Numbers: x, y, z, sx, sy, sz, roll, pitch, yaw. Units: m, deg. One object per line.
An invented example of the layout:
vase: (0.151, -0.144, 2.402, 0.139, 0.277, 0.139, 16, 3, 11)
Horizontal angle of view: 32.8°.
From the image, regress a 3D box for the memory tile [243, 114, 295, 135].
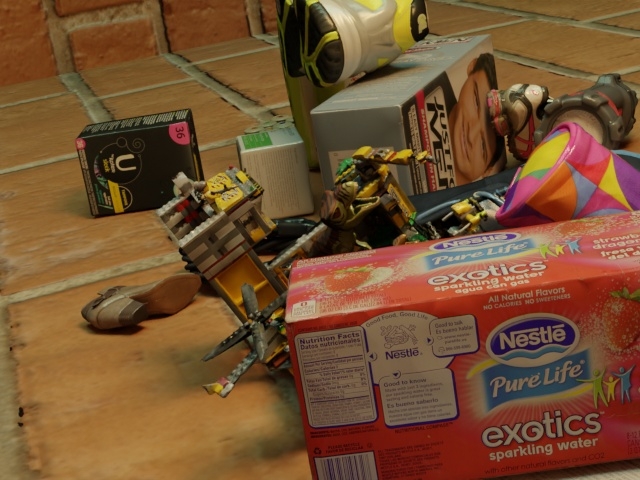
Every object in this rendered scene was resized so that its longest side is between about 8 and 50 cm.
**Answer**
memory tile: (-0.052, -0.199, 1.895, 0.148, 0.012, 0.113, 8, 26, 38)

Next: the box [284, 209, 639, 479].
box: (0.112, 0.070, 0.711, 0.257, 0.128, 0.122, -9, 17, 4)

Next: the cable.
cable: (-0.079, 0.022, 1.253, 0.184, 0.047, 0.150, -1, 26, 15)

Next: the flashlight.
flashlight: (0.352, -0.147, 1.395, 0.103, 0.103, 0.304, -42, -8, 23)

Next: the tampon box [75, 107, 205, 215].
tampon box: (-0.260, -0.115, 1.588, 0.161, 0.120, 0.101, -9, 19, 1)

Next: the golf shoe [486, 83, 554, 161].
golf shoe: (0.282, -0.154, 1.442, 0.086, 0.067, 0.186, -12, -17, 21)

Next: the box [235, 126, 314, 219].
box: (-0.062, -0.089, 1.454, 0.087, 0.102, 0.101, -9, 18, -5)

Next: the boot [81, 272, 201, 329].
boot: (-0.200, 0.061, 1.187, 0.087, 0.042, 0.118, 6, 24, 42)

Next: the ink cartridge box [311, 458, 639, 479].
ink cartridge box: (0.149, 0.165, 0.704, 0.311, 0.065, 0.186, -15, 18, -25)

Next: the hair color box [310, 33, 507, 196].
hair color box: (0.123, -0.123, 1.337, 0.114, 0.185, 0.374, -2, 21, 24)

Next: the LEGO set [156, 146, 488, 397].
LEGO set: (0.000, 0.000, 0.930, 0.255, 0.192, 0.331, -34, 29, 3)

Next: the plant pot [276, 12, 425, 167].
plant pot: (0.056, -0.236, 1.651, 0.228, 0.227, 0.207, -8, 26, 4)

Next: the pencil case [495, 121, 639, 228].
pencil case: (0.248, 0.013, 0.843, 0.104, 0.236, 0.104, -50, 8, 9)

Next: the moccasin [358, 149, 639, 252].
moccasin: (0.175, 0.007, 1.082, 0.342, 0.137, 0.117, -16, 19, 25)

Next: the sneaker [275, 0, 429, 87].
sneaker: (0.027, -0.282, 1.408, 0.147, 0.145, 0.384, -13, 26, -9)
